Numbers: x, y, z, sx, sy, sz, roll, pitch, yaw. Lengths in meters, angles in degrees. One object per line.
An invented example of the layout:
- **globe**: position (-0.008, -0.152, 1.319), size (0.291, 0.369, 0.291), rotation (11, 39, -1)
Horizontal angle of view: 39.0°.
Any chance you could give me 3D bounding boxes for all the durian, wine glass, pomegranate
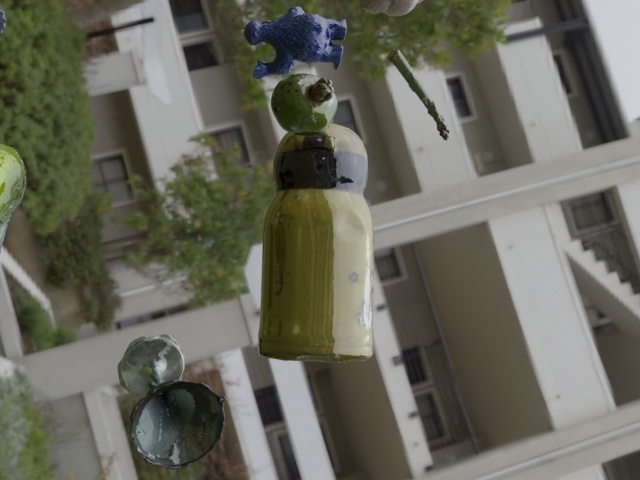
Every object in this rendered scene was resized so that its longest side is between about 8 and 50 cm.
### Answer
- **durian**: position (-0.459, -0.068, 1.236), size (0.250, 0.101, 0.139), rotation (-175, -91, -76)
- **wine glass**: position (-0.254, 0.249, 1.469), size (0.232, 0.156, 0.156), rotation (-140, -143, -64)
- **pomegranate**: position (-0.018, -0.152, 0.974), size (0.084, 0.073, 0.073), rotation (93, -22, -63)

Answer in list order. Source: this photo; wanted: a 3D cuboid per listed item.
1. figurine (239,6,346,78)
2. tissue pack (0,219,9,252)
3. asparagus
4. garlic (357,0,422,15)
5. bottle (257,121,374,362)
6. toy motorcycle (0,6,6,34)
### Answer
- **figurine**: position (-0.064, -0.494, 2.198), size (0.121, 0.262, 0.164), rotation (119, -36, -83)
- **tissue pack**: position (-0.605, -0.019, 1.483), size (0.073, 0.173, 0.236), rotation (11, -94, 36)
- **asparagus**: position (0.176, -0.244, 1.546), size (0.248, 0.024, 0.025), rotation (45, 10, -48)
- **garlic**: position (0.156, -0.622, 2.056), size (0.152, 0.228, 0.228), rotation (-173, -112, -68)
- **bottle**: position (0.000, 0.000, 1.331), size (0.171, 0.171, 0.351), rotation (160, -67, -77)
- **toy motorcycle**: position (-0.566, -0.279, 1.421), size (0.084, 0.118, 0.212), rotation (-144, -117, -63)
